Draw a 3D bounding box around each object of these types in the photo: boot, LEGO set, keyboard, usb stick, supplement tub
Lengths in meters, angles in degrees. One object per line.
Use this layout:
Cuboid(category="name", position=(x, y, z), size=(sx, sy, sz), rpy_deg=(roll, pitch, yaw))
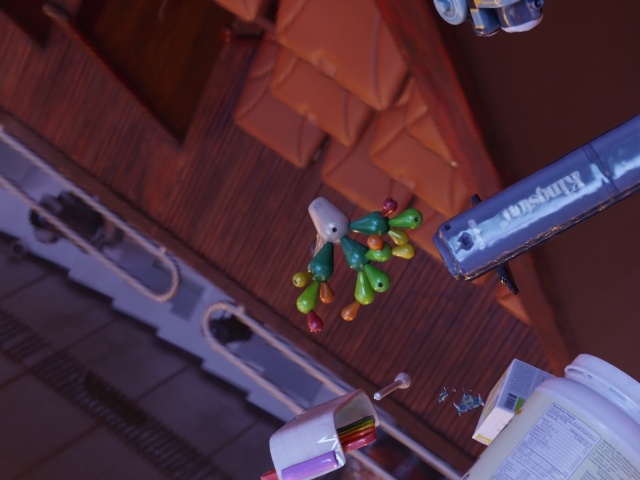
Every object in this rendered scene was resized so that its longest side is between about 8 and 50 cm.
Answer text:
Cuboid(category="boot", position=(0.000, 0.000, 2.368), size=(0.037, 0.114, 0.106), rpy_deg=(-7, -140, -10))
Cuboid(category="LEGO set", position=(0.247, 0.278, 1.743), size=(0.083, 0.054, 0.023), rpy_deg=(29, 159, 40))
Cuboid(category="keyboard", position=(0.280, 0.003, 1.708), size=(0.100, 0.038, 0.192), rpy_deg=(47, -158, -46))
Cuboid(category="usb stick", position=(0.258, -0.045, 1.116), size=(0.077, 0.278, 0.045), rpy_deg=(63, -166, 10))
Cuboid(category="supplement tub", position=(0.373, 0.359, 1.535), size=(0.235, 0.325, 0.235), rpy_deg=(41, 171, 8))

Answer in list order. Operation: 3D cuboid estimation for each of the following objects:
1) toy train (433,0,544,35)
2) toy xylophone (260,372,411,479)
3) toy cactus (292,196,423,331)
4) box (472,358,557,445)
Cuboid(category="toy train", position=(0.242, -0.470, 1.553), size=(0.142, 0.333, 0.190), rpy_deg=(-32, -154, -20))
Cuboid(category="toy xylophone", position=(0.036, 0.313, 1.694), size=(0.081, 0.236, 0.323), rpy_deg=(67, -158, 4))
Cuboid(category="toy cactus", position=(0.033, 0.008, 1.415), size=(0.112, 0.219, 0.180), rpy_deg=(26, -158, -52))
Cuboid(category="box", position=(0.383, 0.332, 1.968), size=(0.103, 0.203, 0.114), rpy_deg=(24, -118, 7))
